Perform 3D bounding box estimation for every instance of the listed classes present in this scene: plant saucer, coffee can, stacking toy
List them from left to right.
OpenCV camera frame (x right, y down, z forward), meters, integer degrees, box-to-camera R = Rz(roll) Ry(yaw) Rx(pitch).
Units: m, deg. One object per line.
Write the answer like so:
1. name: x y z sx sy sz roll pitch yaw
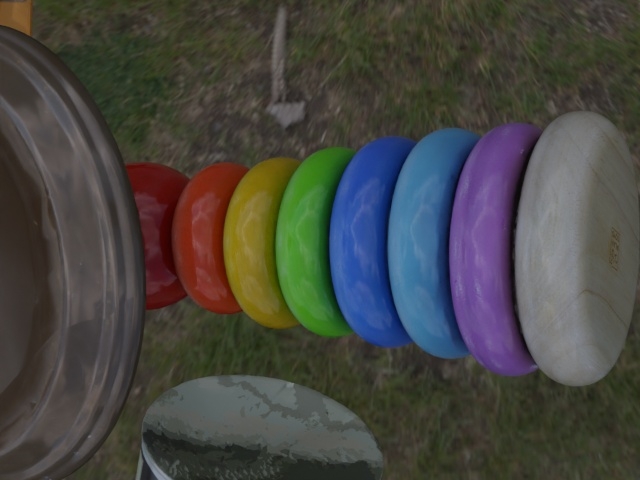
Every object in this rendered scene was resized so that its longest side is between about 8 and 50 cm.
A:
1. plant saucer: -0.208 0.012 0.803 0.278 0.041 0.278 7 101 39
2. coffee can: -0.072 0.282 1.169 0.201 0.201 0.275 12 115 1
3. stacking toy: 0.000 0.000 0.762 0.330 0.141 0.141 2 106 25

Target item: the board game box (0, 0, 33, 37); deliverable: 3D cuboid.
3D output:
1. board game box: -0.564 -0.274 1.749 0.356 0.356 0.356 -2 124 -18
